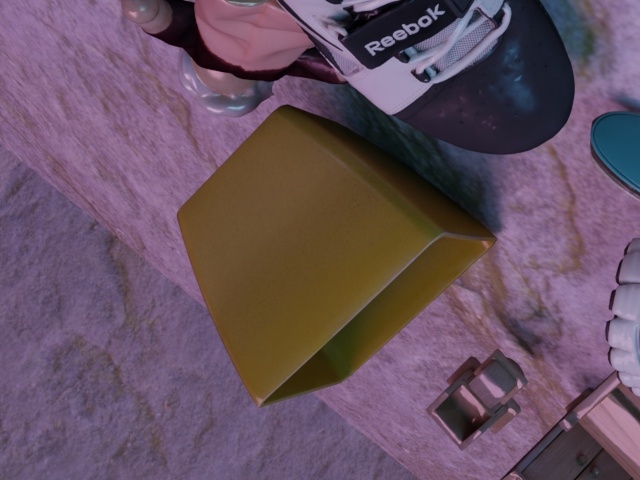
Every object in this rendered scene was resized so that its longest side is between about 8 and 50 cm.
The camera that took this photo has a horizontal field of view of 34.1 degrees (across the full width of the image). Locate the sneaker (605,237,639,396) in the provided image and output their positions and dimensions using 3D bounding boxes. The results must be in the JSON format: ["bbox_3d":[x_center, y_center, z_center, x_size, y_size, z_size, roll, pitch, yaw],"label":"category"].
[{"bbox_3d":[0.327,0.105,0.699,0.147,0.130,0.330,0,155,46],"label":"sneaker"}]

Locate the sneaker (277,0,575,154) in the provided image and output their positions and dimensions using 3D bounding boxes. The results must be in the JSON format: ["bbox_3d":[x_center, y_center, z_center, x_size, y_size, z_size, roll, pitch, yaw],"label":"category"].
[{"bbox_3d":[0.028,-0.148,0.570,0.330,0.122,0.146,40,-164,-21],"label":"sneaker"}]

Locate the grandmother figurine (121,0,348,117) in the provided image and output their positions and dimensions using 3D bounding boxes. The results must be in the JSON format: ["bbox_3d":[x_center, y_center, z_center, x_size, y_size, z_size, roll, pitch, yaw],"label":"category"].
[{"bbox_3d":[-0.049,-0.167,0.818,0.207,0.104,0.342,22,172,-14],"label":"grandmother figurine"}]

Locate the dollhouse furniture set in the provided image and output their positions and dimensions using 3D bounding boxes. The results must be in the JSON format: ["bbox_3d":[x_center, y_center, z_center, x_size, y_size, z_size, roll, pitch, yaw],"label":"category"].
[{"bbox_3d":[0.326,0.152,1.027,0.303,0.174,0.355,47,137,13],"label":"dollhouse furniture set"}]

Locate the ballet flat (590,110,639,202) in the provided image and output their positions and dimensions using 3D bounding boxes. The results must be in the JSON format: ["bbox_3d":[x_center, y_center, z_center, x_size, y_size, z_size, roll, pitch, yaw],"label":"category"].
[{"bbox_3d":[0.244,-0.029,0.657,0.168,0.057,0.052,30,173,27],"label":"ballet flat"}]

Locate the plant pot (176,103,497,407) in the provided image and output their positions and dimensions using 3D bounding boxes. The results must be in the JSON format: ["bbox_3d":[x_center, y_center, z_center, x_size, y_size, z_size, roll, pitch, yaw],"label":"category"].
[{"bbox_3d":[0.000,0.000,0.936,0.187,0.212,0.212,50,-165,15],"label":"plant pot"}]
